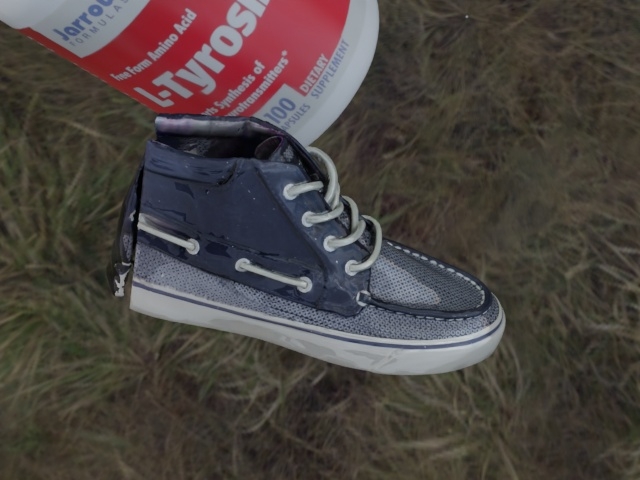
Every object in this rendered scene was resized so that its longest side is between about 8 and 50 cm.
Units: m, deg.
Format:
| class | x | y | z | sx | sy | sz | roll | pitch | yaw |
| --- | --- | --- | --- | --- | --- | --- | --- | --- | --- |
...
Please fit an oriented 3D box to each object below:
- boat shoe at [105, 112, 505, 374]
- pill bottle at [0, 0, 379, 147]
| class | x | y | z | sx | sy | sz | roll | pitch | yaw |
| --- | --- | --- | --- | --- | --- | --- | --- | --- | --- |
| boat shoe | 0.000 | 0.000 | 0.800 | 0.340 | 0.127 | 0.158 | 9 | 124 | -6 |
| pill bottle | -0.157 | -0.252 | 0.891 | 0.407 | 0.229 | 0.229 | 29 | 109 | -38 |
